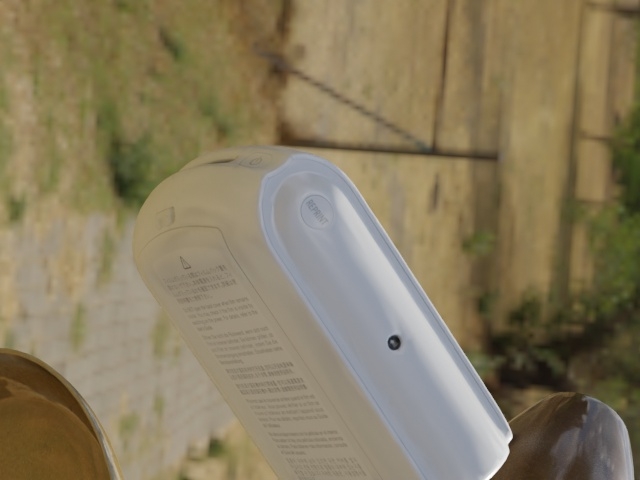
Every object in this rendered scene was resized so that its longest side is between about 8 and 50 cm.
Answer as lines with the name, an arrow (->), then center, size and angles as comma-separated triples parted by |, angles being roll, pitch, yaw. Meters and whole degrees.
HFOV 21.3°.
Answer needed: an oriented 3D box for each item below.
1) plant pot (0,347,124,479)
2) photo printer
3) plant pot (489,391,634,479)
plant pot -> -0.165, 0.170, 0.821 | 0.032, 0.236, 0.236 | 19, 72, -46
photo printer -> -0.015, 0.066, 1.340 | 0.307, 0.107, 0.256 | 56, -28, -10
plant pot -> 0.221, 0.259, 1.673 | 0.230, 0.215, 0.215 | -55, 151, -48
